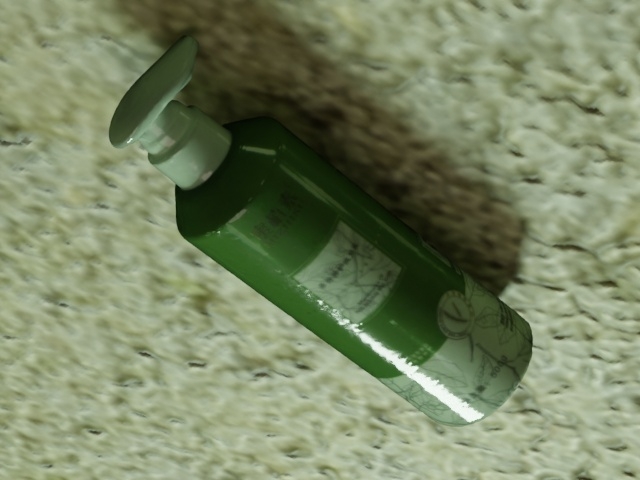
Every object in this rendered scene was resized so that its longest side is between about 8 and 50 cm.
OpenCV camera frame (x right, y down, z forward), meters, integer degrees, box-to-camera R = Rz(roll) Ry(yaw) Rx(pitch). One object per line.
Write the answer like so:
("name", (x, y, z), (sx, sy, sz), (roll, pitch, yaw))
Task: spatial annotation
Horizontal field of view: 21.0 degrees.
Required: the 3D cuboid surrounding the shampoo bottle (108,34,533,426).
("shampoo bottle", (0.000, 0.000, 0.700), (0.065, 0.065, 0.204), (-32, 124, 34))
